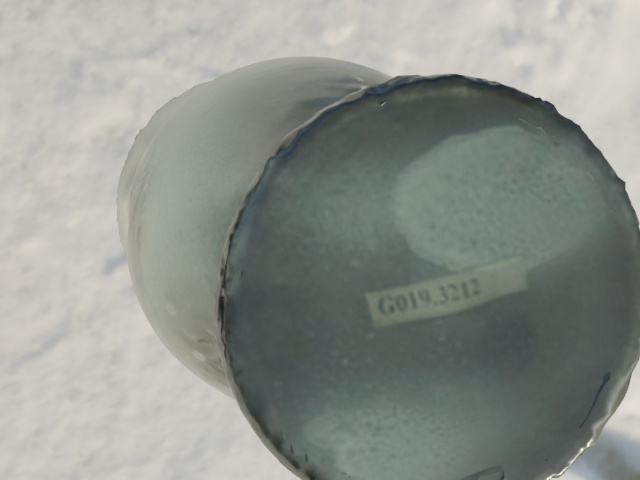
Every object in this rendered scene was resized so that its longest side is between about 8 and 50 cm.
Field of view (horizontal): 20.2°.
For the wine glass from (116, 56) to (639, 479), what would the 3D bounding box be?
[{"bbox_3d":[0.000,0.000,0.440,0.093,0.202,0.093,-2,98,-15],"label":"wine glass"}]
